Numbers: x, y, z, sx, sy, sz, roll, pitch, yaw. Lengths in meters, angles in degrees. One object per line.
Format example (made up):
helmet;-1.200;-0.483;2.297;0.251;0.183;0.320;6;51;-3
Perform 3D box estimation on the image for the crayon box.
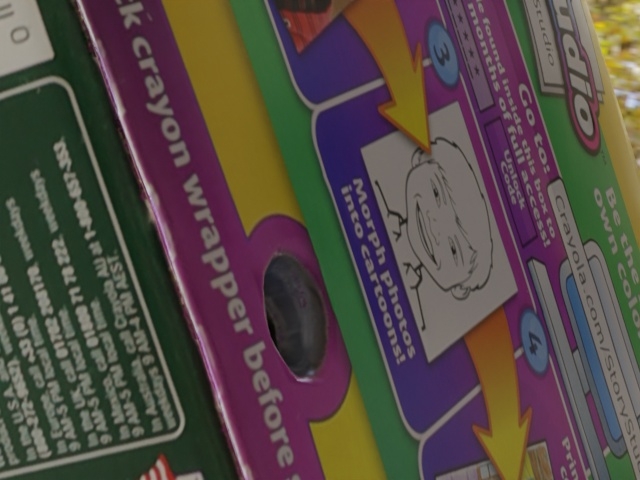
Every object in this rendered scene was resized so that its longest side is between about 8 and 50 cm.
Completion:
crayon box;0.000;0.000;0.567;0.106;0.313;0.363;-15;-83;27
